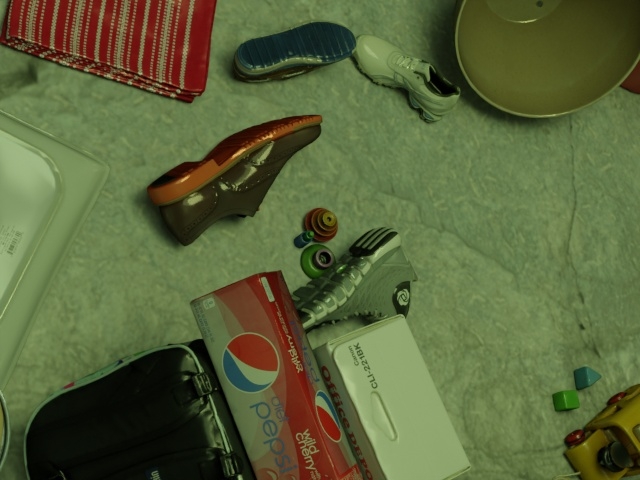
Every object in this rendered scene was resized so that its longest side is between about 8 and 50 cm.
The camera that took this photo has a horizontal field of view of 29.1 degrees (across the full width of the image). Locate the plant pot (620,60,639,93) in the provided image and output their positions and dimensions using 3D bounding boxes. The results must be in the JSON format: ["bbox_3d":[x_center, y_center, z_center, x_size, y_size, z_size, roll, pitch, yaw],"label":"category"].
[{"bbox_3d":[0.565,-0.362,1.936,0.275,0.243,0.274,8,70,-23],"label":"plant pot"}]

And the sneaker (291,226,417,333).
[{"bbox_3d":[0.044,0.097,1.637,0.229,0.086,0.132,-39,115,-14],"label":"sneaker"}]

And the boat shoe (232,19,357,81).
[{"bbox_3d":[-0.039,-0.261,1.721,0.183,0.066,0.066,-11,76,-22],"label":"boat shoe"}]

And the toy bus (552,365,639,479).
[{"bbox_3d":[0.434,0.281,1.743,0.191,0.104,0.202,14,67,-20],"label":"toy bus"}]

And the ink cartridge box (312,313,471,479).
[{"bbox_3d":[0.034,0.222,1.478,0.114,0.273,0.197,-20,83,-29],"label":"ink cartridge box"}]

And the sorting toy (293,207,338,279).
[{"bbox_3d":[0.000,0.000,1.668,0.061,0.042,0.102,7,71,-23],"label":"sorting toy"}]

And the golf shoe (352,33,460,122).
[{"bbox_3d":[0.129,-0.250,1.787,0.176,0.086,0.069,34,64,-10],"label":"golf shoe"}]

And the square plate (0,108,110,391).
[{"bbox_3d":[-0.463,-0.035,1.460,0.344,0.049,0.347,28,64,-14],"label":"square plate"}]

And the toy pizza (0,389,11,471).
[{"bbox_3d":[-0.447,0.216,1.373,0.201,0.032,0.201,2,83,-20],"label":"toy pizza"}]

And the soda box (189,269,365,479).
[{"bbox_3d":[-0.046,0.169,1.344,0.092,0.083,0.263,-23,85,16],"label":"soda box"}]

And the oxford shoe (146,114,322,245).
[{"bbox_3d":[-0.100,-0.087,1.636,0.271,0.097,0.098,-31,108,-25],"label":"oxford shoe"}]

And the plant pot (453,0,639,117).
[{"bbox_3d":[0.324,-0.350,1.834,0.284,0.284,0.191,20,28,-18],"label":"plant pot"}]

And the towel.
[{"bbox_3d":[-0.273,-0.308,1.650,0.275,0.031,0.198,15,67,-20],"label":"towel"}]

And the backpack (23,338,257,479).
[{"bbox_3d":[-0.197,0.242,1.399,0.254,0.191,0.225,-23,82,10],"label":"backpack"}]
